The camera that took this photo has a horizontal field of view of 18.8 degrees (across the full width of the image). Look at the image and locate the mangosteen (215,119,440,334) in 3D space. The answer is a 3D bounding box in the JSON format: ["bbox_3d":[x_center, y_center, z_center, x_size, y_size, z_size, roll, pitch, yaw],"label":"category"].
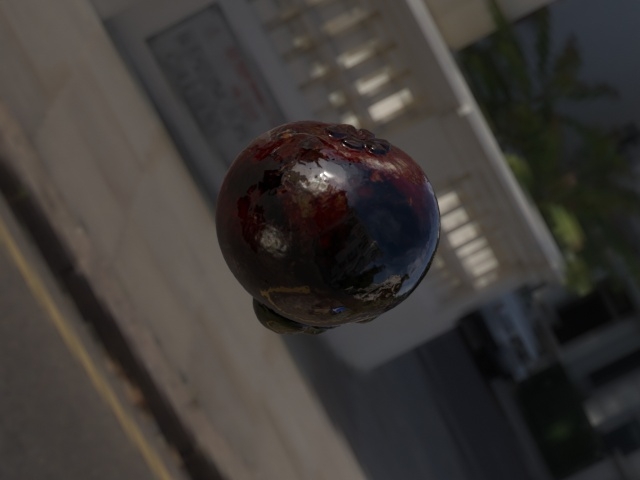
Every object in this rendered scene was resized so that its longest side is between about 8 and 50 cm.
[{"bbox_3d":[0.001,-0.003,0.684,0.081,0.081,0.081,62,6,-11],"label":"mangosteen"}]
